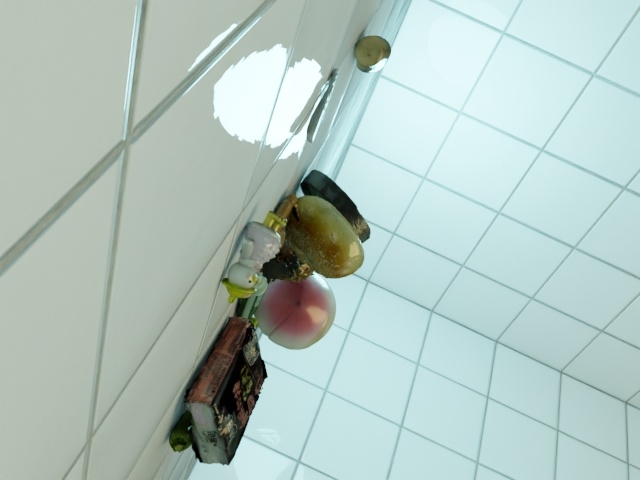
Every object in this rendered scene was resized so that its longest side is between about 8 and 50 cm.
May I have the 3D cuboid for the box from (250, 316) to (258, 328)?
[{"bbox_3d":[-0.276,0.355,2.197,0.220,0.064,0.141,-63,179,-15],"label":"box"}]

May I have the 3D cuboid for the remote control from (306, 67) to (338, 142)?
[{"bbox_3d":[0.002,-0.320,1.582,0.050,0.027,0.184,116,-5,-79],"label":"remote control"}]

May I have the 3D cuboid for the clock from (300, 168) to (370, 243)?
[{"bbox_3d":[0.044,-0.096,2.080,0.055,0.281,0.280,-41,174,-11],"label":"clock"}]

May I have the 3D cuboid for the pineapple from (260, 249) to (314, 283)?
[{"bbox_3d":[-0.108,0.069,2.153,0.158,0.157,0.278,-65,167,11],"label":"pineapple"}]

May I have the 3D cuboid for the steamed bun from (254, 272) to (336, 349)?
[{"bbox_3d":[-0.088,0.234,2.344,0.309,0.309,0.310,25,90,-89],"label":"steamed bun"}]

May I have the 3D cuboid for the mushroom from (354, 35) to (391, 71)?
[{"bbox_3d":[0.150,-0.536,1.912,0.247,0.108,0.096,-69,144,-80],"label":"mushroom"}]

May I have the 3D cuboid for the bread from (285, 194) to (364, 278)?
[{"bbox_3d":[0.000,0.000,2.015,0.159,0.305,0.305,-44,174,-12],"label":"bread"}]

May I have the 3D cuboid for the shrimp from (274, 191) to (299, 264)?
[{"bbox_3d":[-0.104,-0.039,1.841,0.289,0.075,0.178,72,39,-69],"label":"shrimp"}]

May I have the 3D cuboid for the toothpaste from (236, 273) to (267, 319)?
[{"bbox_3d":[-0.201,0.171,1.898,0.099,0.061,0.392,-65,-178,-26],"label":"toothpaste"}]

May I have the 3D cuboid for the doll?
[{"bbox_3d":[-0.138,0.034,1.368,0.207,0.081,0.129,-63,160,-6],"label":"doll"}]

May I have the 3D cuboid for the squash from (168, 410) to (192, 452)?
[{"bbox_3d":[-0.349,0.494,1.784,0.069,0.069,0.258,-65,176,15],"label":"squash"}]

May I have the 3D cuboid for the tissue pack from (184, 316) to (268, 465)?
[{"bbox_3d":[-0.247,0.385,1.748,0.332,0.123,0.245,-66,153,-54],"label":"tissue pack"}]
